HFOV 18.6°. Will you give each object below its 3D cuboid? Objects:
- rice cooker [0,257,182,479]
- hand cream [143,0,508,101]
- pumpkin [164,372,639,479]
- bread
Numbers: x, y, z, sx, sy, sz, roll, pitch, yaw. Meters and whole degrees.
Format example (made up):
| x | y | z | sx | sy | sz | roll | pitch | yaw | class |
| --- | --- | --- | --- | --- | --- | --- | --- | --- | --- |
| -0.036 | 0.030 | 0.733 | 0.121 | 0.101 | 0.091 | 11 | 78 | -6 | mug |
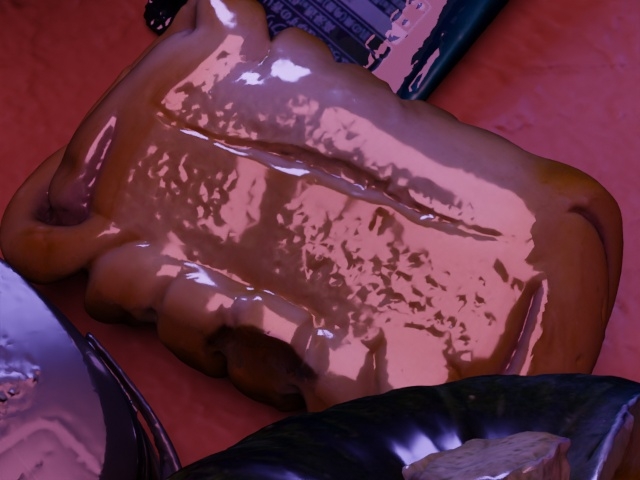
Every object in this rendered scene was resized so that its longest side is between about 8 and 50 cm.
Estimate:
| x | y | z | sx | sy | sz | roll | pitch | yaw | class |
| --- | --- | --- | --- | --- | --- | --- | --- | --- | --- |
| -0.124 | 0.072 | 0.697 | 0.112 | 0.106 | 0.165 | -41 | 77 | -13 | rice cooker |
| 0.058 | -0.153 | 0.803 | 0.120 | 0.061 | 0.270 | 42 | 81 | 17 | hand cream |
| 0.000 | 0.176 | 0.566 | 0.197 | 0.293 | 0.263 | -1 | 107 | 23 | pumpkin |
| 0.000 | 0.000 | 0.728 | 0.225 | 0.081 | 0.134 | 28 | 86 | 13 | bread |
